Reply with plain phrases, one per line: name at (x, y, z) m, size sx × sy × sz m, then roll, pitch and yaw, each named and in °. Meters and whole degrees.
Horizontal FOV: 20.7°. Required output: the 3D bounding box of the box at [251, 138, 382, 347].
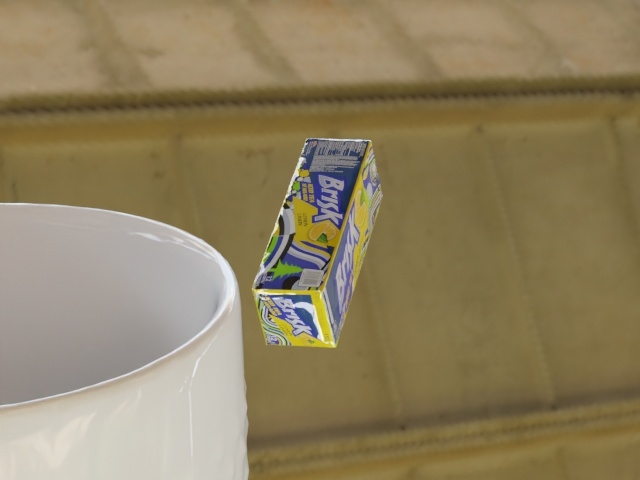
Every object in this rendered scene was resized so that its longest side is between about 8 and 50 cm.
box at (0.000, 0.000, 1.273) m, size 0.054 × 0.059 × 0.169 m, roll 1°, pitch -138°, yaw 17°

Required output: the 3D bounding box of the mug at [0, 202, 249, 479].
mug at (-0.188, 0.194, 0.827) m, size 0.276 × 0.328 × 0.374 m, roll 6°, pitch -159°, yaw 19°
